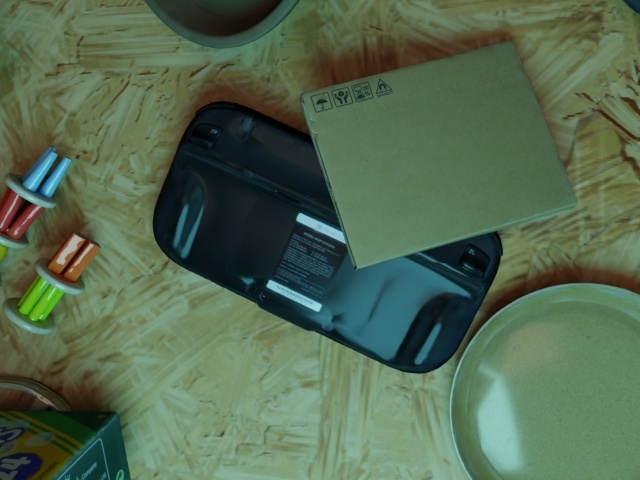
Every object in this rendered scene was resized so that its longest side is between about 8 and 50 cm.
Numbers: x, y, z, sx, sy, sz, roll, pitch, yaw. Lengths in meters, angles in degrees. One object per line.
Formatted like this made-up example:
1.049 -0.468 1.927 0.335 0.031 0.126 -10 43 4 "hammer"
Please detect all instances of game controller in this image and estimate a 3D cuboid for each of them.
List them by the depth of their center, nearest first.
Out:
0.000 0.000 0.600 0.319 0.067 0.167 26 109 4 "game controller"

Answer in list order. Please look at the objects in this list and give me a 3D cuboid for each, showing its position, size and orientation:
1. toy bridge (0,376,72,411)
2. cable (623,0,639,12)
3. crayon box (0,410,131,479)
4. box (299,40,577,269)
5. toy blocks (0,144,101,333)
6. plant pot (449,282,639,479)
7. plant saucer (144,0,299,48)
-0.285 0.180 0.643 0.188 0.026 0.063 32 95 2 "toy bridge"
0.351 -0.241 0.562 0.184 0.047 0.151 36 90 5 "cable"
-0.357 0.225 0.540 0.322 0.203 0.083 -4 103 12 "crayon box"
0.100 -0.077 0.560 0.201 0.021 0.165 -16 78 -7 "box"
-0.265 -0.004 0.618 0.123 0.054 0.148 37 95 3 "toy blocks"
0.236 0.155 0.594 0.236 0.032 0.236 0 93 4 "plant pot"
-0.085 -0.302 0.524 0.277 0.041 0.278 19 119 37 "plant saucer"
